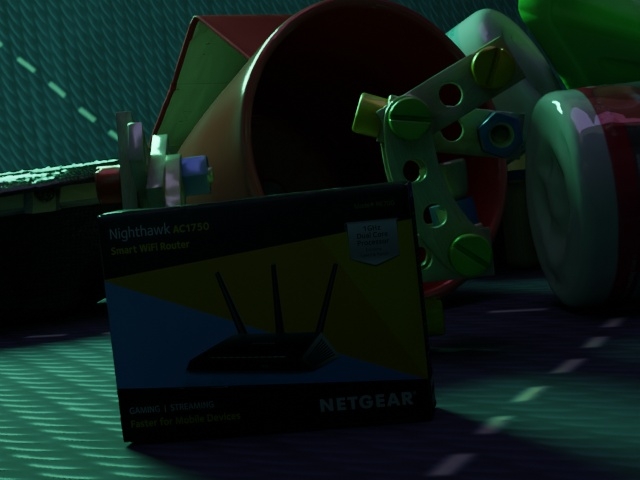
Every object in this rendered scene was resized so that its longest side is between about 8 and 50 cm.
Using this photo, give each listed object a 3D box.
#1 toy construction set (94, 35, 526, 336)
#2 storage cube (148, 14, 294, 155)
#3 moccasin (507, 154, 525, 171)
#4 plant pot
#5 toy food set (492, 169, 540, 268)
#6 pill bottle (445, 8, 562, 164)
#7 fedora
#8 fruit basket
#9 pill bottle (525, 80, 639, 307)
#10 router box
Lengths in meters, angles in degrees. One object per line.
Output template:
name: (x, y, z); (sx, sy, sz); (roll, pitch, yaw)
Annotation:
toy construction set: (-0.010, -0.020, 1.088); (0.328, 0.215, 0.151); (-5, 4, 14)
storage cube: (-0.045, -0.133, 1.740); (0.193, 0.183, 0.215); (-10, 42, -46)
moccasin: (0.123, -0.128, 1.858); (0.380, 0.147, 0.139); (19, -19, 27)
plant pot: (-0.004, -0.056, 1.400); (0.275, 0.275, 0.243); (-9, -6, -30)
toy food set: (0.229, -0.032, 1.611); (0.111, 0.104, 0.232); (-5, 5, 13)
pill bottle: (0.109, -0.109, 1.571); (0.264, 0.146, 0.146); (-34, -8, 25)
fedora: (-0.314, 0.003, 1.603); (0.334, 0.152, 0.334); (-7, 5, 1)
fruit basket: (0.340, -0.266, 1.643); (0.283, 0.392, 0.392); (-52, 13, -6)
pill bottle: (0.338, -0.049, 1.230); (0.318, 0.176, 0.176); (-7, 4, -7)
router box: (-0.030, 0.040, 0.873); (0.179, 0.133, 0.046); (-6, 4, 8)
